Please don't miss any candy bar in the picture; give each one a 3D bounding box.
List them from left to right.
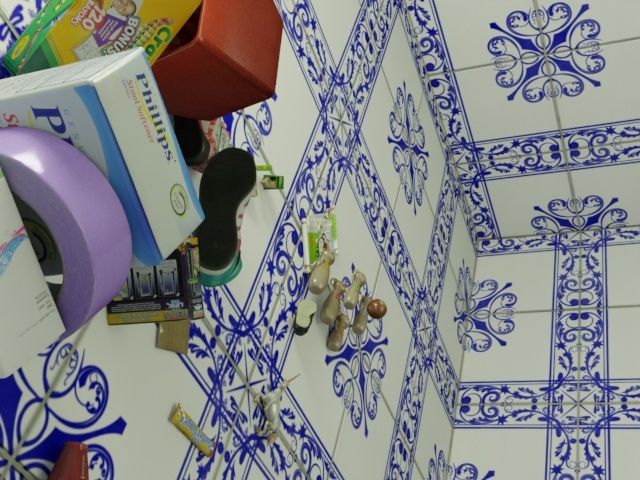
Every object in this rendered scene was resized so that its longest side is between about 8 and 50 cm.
[{"bbox_3d":[-0.250,0.377,1.588,0.161,0.018,0.040,61,33,-41],"label":"candy bar"}]

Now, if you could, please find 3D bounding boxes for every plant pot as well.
[{"bbox_3d":[-0.214,-0.367,1.466,0.236,0.267,0.267,30,57,-45],"label":"plant pot"}]

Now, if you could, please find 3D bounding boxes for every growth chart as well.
[{"bbox_3d":[0.000,0.000,2.242,0.237,0.021,0.172,-25,109,-64],"label":"growth chart"}]

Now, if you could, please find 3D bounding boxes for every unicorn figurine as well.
[{"bbox_3d":[-0.111,0.386,1.868,0.111,0.060,0.162,6,96,-66],"label":"unicorn figurine"}]

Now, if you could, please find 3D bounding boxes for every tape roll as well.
[{"bbox_3d":[-0.386,-0.004,1.043,0.090,0.275,0.275,-51,130,-57],"label":"tape roll"}]

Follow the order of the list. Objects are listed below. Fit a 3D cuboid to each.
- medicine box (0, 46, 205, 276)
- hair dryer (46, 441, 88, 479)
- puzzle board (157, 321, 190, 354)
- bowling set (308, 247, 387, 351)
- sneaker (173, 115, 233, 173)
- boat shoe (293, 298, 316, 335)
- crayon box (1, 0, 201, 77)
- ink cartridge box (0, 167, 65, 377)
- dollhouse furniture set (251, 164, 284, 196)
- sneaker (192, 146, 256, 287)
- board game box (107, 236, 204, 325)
[{"bbox_3d":[-0.350,-0.100,1.128,0.149,0.289,0.263,-57,135,-55],"label":"medicine box"},{"bbox_3d":[-0.413,0.391,1.137,0.293,0.080,0.223,-50,129,-59],"label":"hair dryer"},{"bbox_3d":[-0.285,0.152,1.568,0.096,0.011,0.128,31,56,-60],"label":"puzzle board"},{"bbox_3d":[0.098,0.167,2.199,0.154,0.200,0.287,-67,152,-47],"label":"bowling set"},{"bbox_3d":[-0.244,-0.267,1.670,0.145,0.090,0.270,39,46,-69],"label":"sneaker"},{"bbox_3d":[-0.043,0.196,2.077,0.133,0.049,0.042,-70,180,-60],"label":"boat shoe"},{"bbox_3d":[-0.336,-0.328,1.254,0.278,0.081,0.165,-52,136,1],"label":"crayon box"},{"bbox_3d":[-0.459,0.023,0.962,0.117,0.201,0.278,-50,130,-58],"label":"ink cartridge box"},{"bbox_3d":[-0.159,-0.142,1.908,0.151,0.058,0.076,-6,98,-47],"label":"dollhouse furniture set"},{"bbox_3d":[-0.199,-0.028,1.611,0.178,0.124,0.295,116,-13,-56],"label":"sneaker"},{"bbox_3d":[-0.288,0.071,1.382,0.048,0.170,0.141,-7,92,-68],"label":"board game box"}]
